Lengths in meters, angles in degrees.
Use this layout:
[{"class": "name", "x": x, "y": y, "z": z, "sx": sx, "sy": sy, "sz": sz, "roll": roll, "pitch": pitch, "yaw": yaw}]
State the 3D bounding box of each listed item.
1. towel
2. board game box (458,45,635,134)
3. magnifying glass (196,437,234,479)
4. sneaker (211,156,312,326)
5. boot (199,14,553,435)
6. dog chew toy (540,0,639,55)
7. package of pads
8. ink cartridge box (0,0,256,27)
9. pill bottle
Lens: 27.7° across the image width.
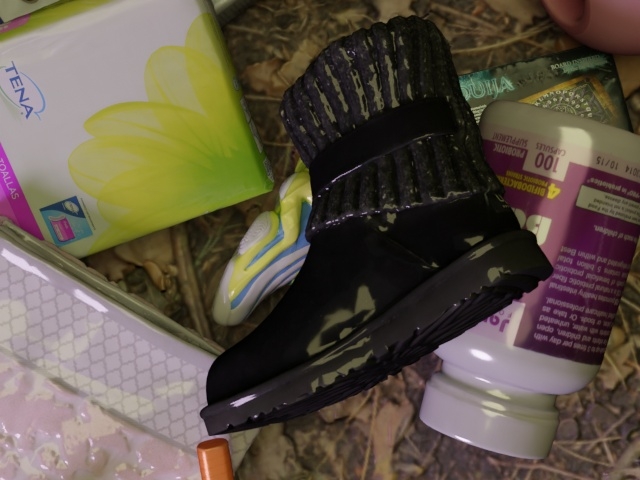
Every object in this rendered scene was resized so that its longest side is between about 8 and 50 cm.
[{"class": "towel", "x": -0.242, "y": 0.187, "z": 1.184, "sx": 0.331, "sy": 0.053, "sz": 0.317, "roll": 31, "pitch": 91, "yaw": -11}, {"class": "board game box", "x": 0.210, "y": -0.117, "z": 1.283, "sx": 0.186, "sy": 0.026, "sz": 0.126, "roll": -13, "pitch": 83, "yaw": -1}, {"class": "magnifying glass", "x": -0.082, "y": 0.292, "z": 1.194, "sx": 0.092, "sy": 0.026, "sz": 0.231, "roll": -11, "pitch": 104, "yaw": -12}, {"class": "sneaker", "x": 0.000, "y": 0.000, "z": 1.240, "sx": 0.126, "sy": 0.091, "sz": 0.240, "roll": 33, "pitch": 89, "yaw": -2}, {"class": "boot", "x": 0.006, "y": -0.006, "z": 1.128, "sx": 0.348, "sy": 0.131, "sz": 0.260, "roll": -31, "pitch": 72, "yaw": 14}, {"class": "dog chew toy", "x": 0.363, "y": -0.311, "z": 1.226, "sx": 0.331, "sy": 0.206, "sz": 0.207, "roll": -27, "pitch": 83, "yaw": -10}, {"class": "package of pads", "x": -0.217, "y": -0.111, "z": 1.208, "sx": 0.296, "sy": 0.101, "sz": 0.229, "roll": -20, "pitch": 111, "yaw": -1}, {"class": "ink cartridge box", "x": -0.201, "y": -0.338, "z": 1.289, "sx": 0.330, "sy": 0.071, "sz": 0.324, "roll": -35, "pitch": 84, "yaw": 6}, {"class": "pill bottle", "x": 0.189, "y": 0.036, "z": 1.184, "sx": 0.169, "sy": 0.169, "sz": 0.302, "roll": 15, "pitch": 93, "yaw": 2}]
